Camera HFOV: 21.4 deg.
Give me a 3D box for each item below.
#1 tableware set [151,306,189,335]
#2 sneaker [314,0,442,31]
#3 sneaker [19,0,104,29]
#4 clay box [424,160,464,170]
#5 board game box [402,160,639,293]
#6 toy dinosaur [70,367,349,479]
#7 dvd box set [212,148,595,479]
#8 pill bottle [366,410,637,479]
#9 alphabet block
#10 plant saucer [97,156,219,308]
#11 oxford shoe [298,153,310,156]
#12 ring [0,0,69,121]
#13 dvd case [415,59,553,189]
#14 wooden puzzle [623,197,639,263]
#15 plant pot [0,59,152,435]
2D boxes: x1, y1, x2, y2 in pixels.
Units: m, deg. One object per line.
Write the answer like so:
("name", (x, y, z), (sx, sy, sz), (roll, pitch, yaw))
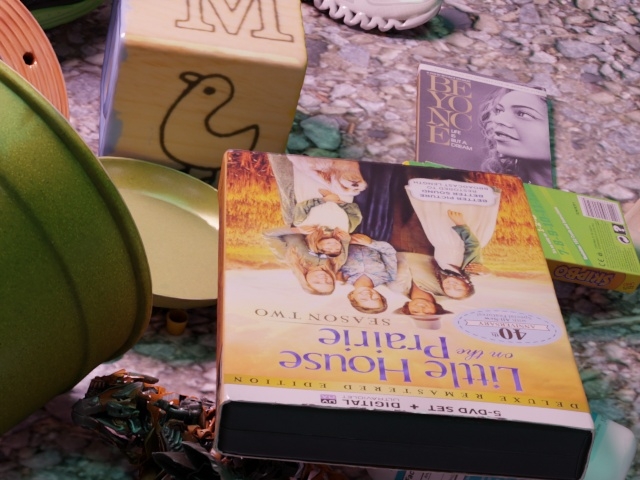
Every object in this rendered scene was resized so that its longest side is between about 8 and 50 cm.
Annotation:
("tableware set", (-0.205, 0.073, 1.645), (0.154, 0.024, 0.104), (2, 42, -18))
("sneaker", (0.020, -0.356, 2.156), (0.292, 0.118, 0.110), (19, 38, 1))
("sneaker", (-0.397, -0.298, 1.869), (0.185, 0.202, 0.483), (26, 40, 14))
("clay box", (0.165, -0.008, 1.847), (0.127, 0.053, 0.222), (13, 40, -6))
("board game box", (0.210, -0.016, 1.805), (0.259, 0.039, 0.124), (13, 39, -17))
("toy dinosaur", (-0.069, 0.204, 1.455), (0.322, 0.164, 0.218), (4, 19, 18))
("dvd box set", (0.058, 0.053, 1.519), (0.308, 0.062, 0.420), (5, 31, -5))
("pill bottle", (0.141, 0.185, 1.540), (0.264, 0.146, 0.146), (26, 40, 10))
("alphabet block", (-0.132, -0.186, 1.847), (0.197, 0.192, 0.193), (6, 42, -11))
("plant saucer", (-0.171, -0.002, 1.710), (0.241, 0.037, 0.241), (17, 30, -10))
("oxford shoe", (0.000, 0.000, 1.750), (0.096, 0.083, 0.227), (19, 38, -24))
("ring", (-0.411, -0.134, 1.684), (0.337, 0.032, 0.336), (9, 72, -29))
("dvd case", (0.195, -0.133, 2.033), (0.164, 0.018, 0.221), (12, 39, -6))
("wooden puzzle", (0.472, -0.005, 1.960), (0.221, 0.044, 0.239), (31, 41, 16))
("plant pot", (-0.389, 0.063, 1.372), (0.366, 0.366, 0.353), (32, 53, 17))
